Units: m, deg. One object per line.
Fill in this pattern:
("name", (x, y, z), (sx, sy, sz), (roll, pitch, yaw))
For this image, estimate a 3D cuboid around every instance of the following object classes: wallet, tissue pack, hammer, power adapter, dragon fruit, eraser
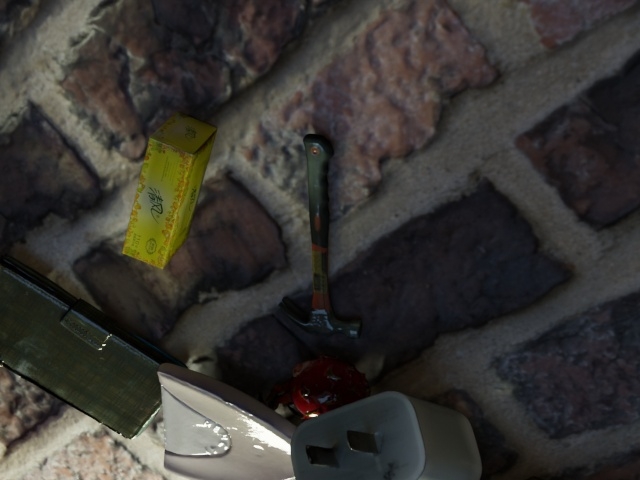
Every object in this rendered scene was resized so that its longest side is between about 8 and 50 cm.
("wallet", (-0.364, 0.162, 1.370), (0.317, 0.044, 0.169), (33, 115, -11))
("tissue pack", (-0.191, -0.063, 1.197), (0.062, 0.095, 0.176), (23, 119, 3))
("hammer", (0.000, 0.000, 1.217), (0.111, 0.033, 0.287), (5, 117, 11))
("power adapter", (0.072, 0.276, 1.210), (0.187, 0.124, 0.255), (-26, 152, 24))
("dragon fruit", (-0.021, 0.210, 1.302), (0.191, 0.094, 0.094), (-11, 114, 32))
("eraser", (-0.115, 0.278, 1.348), (0.243, 0.059, 0.204), (12, 124, 11))

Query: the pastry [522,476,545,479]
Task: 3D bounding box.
("pastry", (0.304, 0.494, 1.203), (0.410, 0.409, 0.245), (24, 109, 2))
